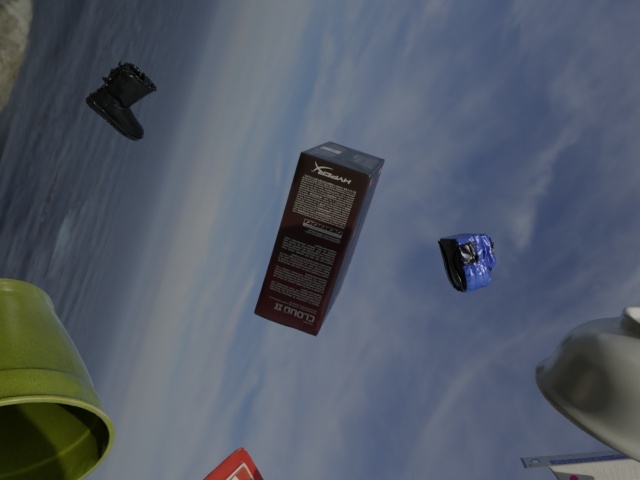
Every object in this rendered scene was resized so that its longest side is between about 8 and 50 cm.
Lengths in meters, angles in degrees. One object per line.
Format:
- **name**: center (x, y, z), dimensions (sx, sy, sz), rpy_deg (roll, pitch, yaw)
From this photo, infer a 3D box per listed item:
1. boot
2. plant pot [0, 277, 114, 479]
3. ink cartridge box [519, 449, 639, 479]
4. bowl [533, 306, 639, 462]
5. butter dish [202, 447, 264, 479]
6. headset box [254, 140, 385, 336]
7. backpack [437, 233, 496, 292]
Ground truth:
- **boot**: center (-0.314, -0.230, 0.960), dimensions (0.099, 0.121, 0.045), rpy_deg (-34, -138, 17)
- **plant pot**: center (-0.618, 0.270, 1.112), dimensions (0.353, 0.367, 0.366), rpy_deg (59, -45, 38)
- **ink cartridge box**: center (0.712, 0.580, 1.484), dimensions (0.176, 0.371, 0.069), rpy_deg (40, 44, -70)
- **bowl**: center (0.450, 0.176, 0.761), dimensions (0.298, 0.298, 0.134), rpy_deg (-120, -137, -71)
- **butter dish**: center (-0.213, 0.565, 1.284), dimensions (0.118, 0.159, 0.160), rpy_deg (-19, -168, 46)
- **headset box**: center (0.000, 0.000, 0.943), dimensions (0.218, 0.110, 0.293), rpy_deg (-48, 157, -73)
- **backpack**: center (0.315, 0.046, 1.219), dimensions (0.098, 0.101, 0.120), rpy_deg (-164, -118, -85)
